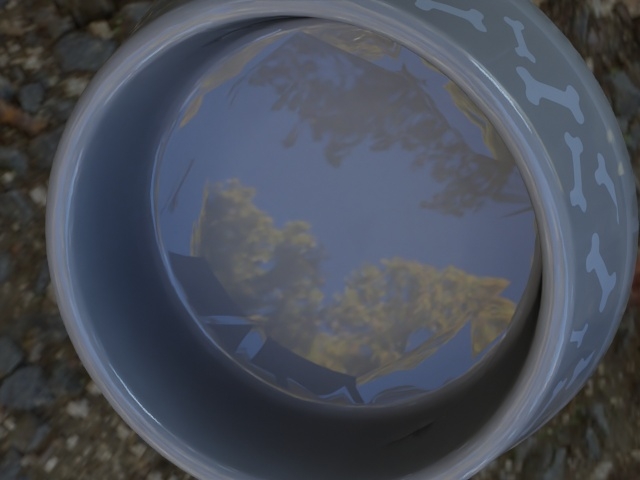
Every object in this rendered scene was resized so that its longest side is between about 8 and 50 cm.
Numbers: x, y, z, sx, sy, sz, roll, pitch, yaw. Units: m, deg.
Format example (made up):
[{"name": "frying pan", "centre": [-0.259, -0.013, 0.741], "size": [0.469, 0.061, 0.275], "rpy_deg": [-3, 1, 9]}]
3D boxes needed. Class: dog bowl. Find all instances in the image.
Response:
[{"name": "dog bowl", "centre": [0.000, 0.000, 0.893], "size": [0.349, 0.102, 0.348], "rpy_deg": [5, 107, 17]}]
